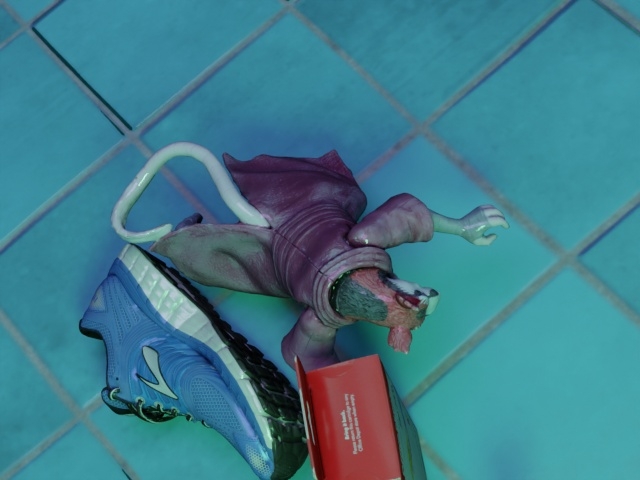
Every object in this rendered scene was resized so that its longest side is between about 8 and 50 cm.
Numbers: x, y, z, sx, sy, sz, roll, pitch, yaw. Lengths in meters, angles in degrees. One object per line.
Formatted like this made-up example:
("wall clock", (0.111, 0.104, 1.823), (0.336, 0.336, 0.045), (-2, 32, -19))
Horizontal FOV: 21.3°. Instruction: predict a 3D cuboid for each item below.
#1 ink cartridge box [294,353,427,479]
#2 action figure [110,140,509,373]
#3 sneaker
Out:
("ink cartridge box", (0.045, 0.203, 1.629), (0.078, 0.231, 0.134), (-15, 59, 8))
("action figure", (0.000, 0.000, 1.721), (0.248, 0.276, 0.370), (-57, 31, 2))
("sneaker", (-0.139, 0.152, 1.797), (0.147, 0.130, 0.330), (-50, 55, 4))
